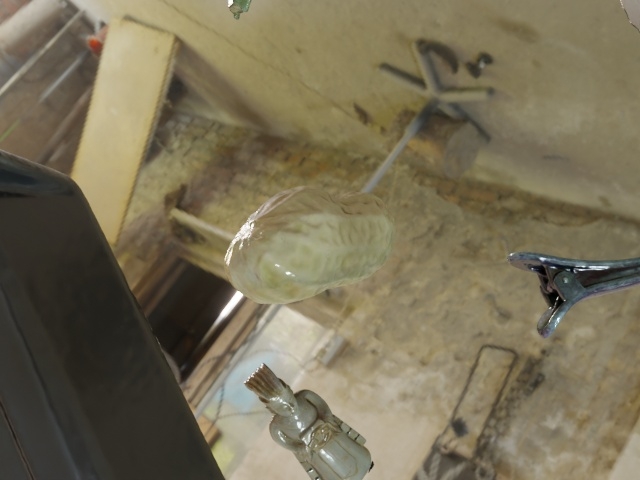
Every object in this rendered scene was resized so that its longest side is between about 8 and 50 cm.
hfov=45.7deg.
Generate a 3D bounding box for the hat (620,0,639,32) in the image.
[{"bbox_3d":[0.487,-0.318,0.866,0.275,0.232,0.161,-10,179,22],"label":"hat"}]

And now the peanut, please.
[{"bbox_3d":[0.000,0.000,1.039,0.152,0.152,0.313,24,-158,36],"label":"peanut"}]

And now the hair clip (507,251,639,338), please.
[{"bbox_3d":[0.316,0.012,0.719,0.048,0.275,0.083,103,148,-70],"label":"hair clip"}]

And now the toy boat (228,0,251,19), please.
[{"bbox_3d":[-0.038,-0.381,0.821,0.055,0.293,0.093,29,175,-18],"label":"toy boat"}]

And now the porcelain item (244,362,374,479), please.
[{"bbox_3d":[-0.014,0.224,0.909,0.054,0.084,0.213,22,154,51],"label":"porcelain item"}]

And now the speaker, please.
[{"bbox_3d":[-0.200,0.116,0.479,0.388,0.180,0.184,63,-176,2],"label":"speaker"}]
